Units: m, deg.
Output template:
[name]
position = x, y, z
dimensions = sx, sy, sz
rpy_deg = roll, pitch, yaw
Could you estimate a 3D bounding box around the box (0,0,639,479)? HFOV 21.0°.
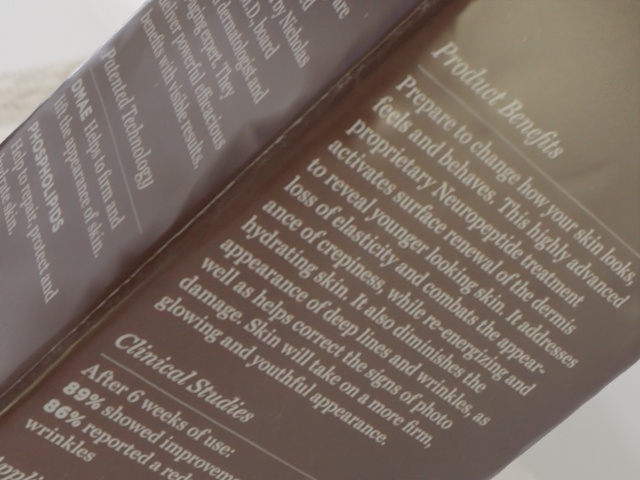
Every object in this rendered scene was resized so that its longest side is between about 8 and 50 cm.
[box]
position = 0.000, 0.000, 0.641
dimensions = 0.191, 0.381, 0.143
rpy_deg = 37, -159, -38
